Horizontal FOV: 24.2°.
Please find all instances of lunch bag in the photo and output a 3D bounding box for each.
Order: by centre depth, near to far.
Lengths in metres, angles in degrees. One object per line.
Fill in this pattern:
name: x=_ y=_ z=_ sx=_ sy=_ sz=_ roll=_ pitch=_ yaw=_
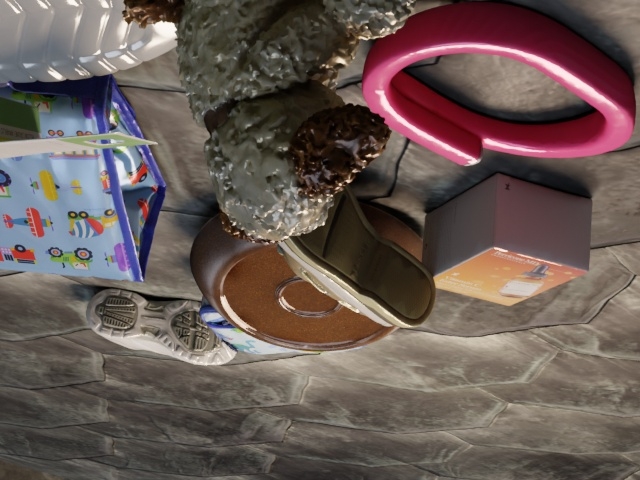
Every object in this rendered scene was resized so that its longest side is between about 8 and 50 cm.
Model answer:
lunch bag: x=-0.309 y=-0.090 z=1.599 sx=0.221 sy=0.138 sz=0.293 roll=5 pitch=149 yaw=9
lunch bag: x=-0.049 y=0.094 z=2.063 sx=0.219 sy=0.090 sz=0.176 roll=-1 pitch=156 yaw=16

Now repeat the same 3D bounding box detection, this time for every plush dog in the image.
plush dog: x=-0.043 y=-0.112 z=1.230 sx=0.210 sy=0.225 sz=0.262 roll=-6 pitch=165 yaw=-23

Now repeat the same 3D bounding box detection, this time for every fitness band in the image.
fitness band: x=0.168 y=-0.138 z=1.411 sx=0.209 sy=0.054 sz=0.291 roll=-13 pitch=154 yaw=42

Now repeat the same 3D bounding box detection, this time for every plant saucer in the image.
plant saucer: x=-0.012 y=0.055 z=1.872 sx=0.310 sy=0.050 sz=0.310 roll=3 pitch=143 yaw=2

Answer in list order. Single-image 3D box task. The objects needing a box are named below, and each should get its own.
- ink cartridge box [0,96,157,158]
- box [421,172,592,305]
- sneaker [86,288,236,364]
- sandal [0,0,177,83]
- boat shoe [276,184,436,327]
ink cartridge box: x=-0.288 y=-0.107 z=1.407 sx=0.235 sy=0.056 sz=0.171 roll=-8 pitch=180 yaw=6
box: x=0.212 y=0.003 z=1.728 sx=0.130 sy=0.091 sz=0.170 roll=14 pitch=159 yaw=-21
sneaker: x=-0.238 y=0.132 z=2.246 sx=0.232 sy=0.090 sz=0.115 roll=18 pitch=165 yaw=-8
sandal: x=-0.312 y=-0.207 z=1.285 sx=0.416 sy=0.102 sz=0.169 roll=-8 pitch=158 yaw=-6
boat shoe: x=0.000 y=0.000 z=1.684 sx=0.103 sy=0.113 sz=0.302 roll=-4 pitch=138 yaw=49
